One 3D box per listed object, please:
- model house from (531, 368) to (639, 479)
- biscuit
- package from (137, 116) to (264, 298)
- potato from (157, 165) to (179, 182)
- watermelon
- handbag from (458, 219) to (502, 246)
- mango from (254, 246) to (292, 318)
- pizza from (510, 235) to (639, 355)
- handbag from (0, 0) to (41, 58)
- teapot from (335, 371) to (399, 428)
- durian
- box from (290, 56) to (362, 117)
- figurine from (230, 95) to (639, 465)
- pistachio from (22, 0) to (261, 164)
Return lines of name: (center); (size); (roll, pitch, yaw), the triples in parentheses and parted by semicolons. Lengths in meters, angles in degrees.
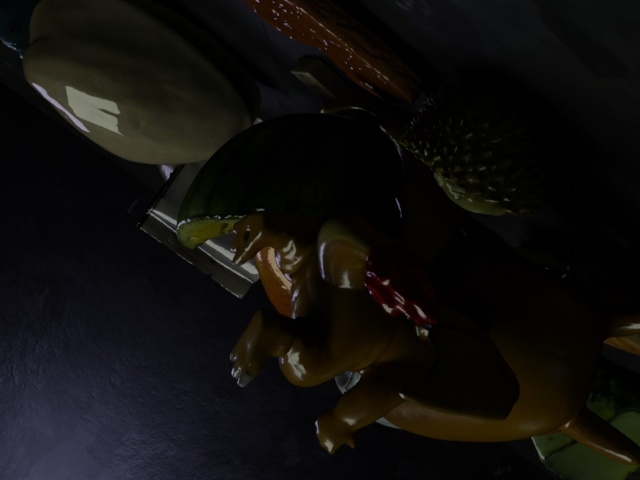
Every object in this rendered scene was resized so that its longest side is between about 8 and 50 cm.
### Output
model house: (0.385, 0.229, 2.114); (0.194, 0.170, 0.211); (35, -156, -46)
biscuit: (0.010, -0.204, 1.444); (0.192, 0.036, 0.186); (38, 175, -13)
package: (-0.127, -0.064, 2.172); (0.204, 0.251, 0.062); (36, -163, -8)
potato: (-0.142, -0.102, 2.275); (0.262, 0.165, 0.165); (33, 172, -4)
watermelon: (0.002, -0.060, 1.723); (0.331, 0.189, 0.331); (3, 167, 1)
handbag: (0.245, 0.079, 1.925); (0.248, 0.079, 0.260); (35, 169, 3)
mango: (0.000, 0.000, 2.052); (0.199, 0.201, 0.350); (-108, -6, -49)
pizza: (0.298, 0.061, 1.608); (0.182, 0.074, 0.365); (38, 172, -24)
handbag: (-0.406, -0.333, 2.092); (0.221, 0.144, 0.057); (36, 171, 14)
teapot: (0.170, 0.172, 2.288); (0.280, 0.252, 0.424); (5, 153, -13)
durian: (0.155, -0.088, 1.334); (0.146, 0.102, 0.208); (38, -165, 1)
box: (0.010, -0.175, 1.655); (0.083, 0.024, 0.053); (42, 170, -25)
figurine: (0.115, 0.091, 1.400); (0.387, 0.268, 0.401); (19, -152, -26)
pistachio: (-0.233, -0.214, 1.907); (0.332, 0.207, 0.226); (30, 129, -2)
